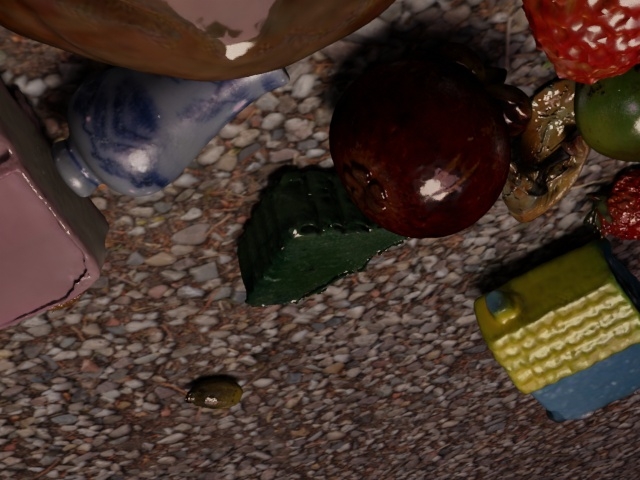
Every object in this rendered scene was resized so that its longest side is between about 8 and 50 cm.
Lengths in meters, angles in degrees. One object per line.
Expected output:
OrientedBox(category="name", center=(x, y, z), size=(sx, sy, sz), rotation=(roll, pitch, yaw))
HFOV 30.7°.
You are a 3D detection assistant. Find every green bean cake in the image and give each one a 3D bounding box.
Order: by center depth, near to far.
OrientedBox(category="green bean cake", center=(0.000, 0.000, 1.547), size=(0.193, 0.107, 0.208), rotation=(-3, 146, -28))

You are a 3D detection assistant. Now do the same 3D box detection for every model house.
OrientedBox(category="model house", center=(0.396, 0.133, 1.865), size=(0.237, 0.216, 0.303), rotation=(-29, 143, 19))

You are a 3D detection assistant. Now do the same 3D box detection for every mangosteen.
OrientedBox(category="mangosteen", center=(0.138, -0.125, 1.352), size=(0.257, 0.215, 0.215), rotation=(-38, 155, -23))

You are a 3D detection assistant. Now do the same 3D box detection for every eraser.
OrientedBox(category="eraser", center=(-0.443, -0.001, 1.256), size=(0.359, 0.122, 0.272), rotation=(-21, 132, 6))

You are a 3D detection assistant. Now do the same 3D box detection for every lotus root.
OrientedBox(category="lotus root", center=(-0.174, 0.248, 1.894), size=(0.099, 0.049, 0.054), rotation=(0, 165, -23))

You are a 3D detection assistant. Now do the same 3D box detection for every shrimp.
OrientedBox(category="shrimp", center=(0.290, -0.089, 1.521), size=(0.143, 0.052, 0.251), rotation=(-48, 162, 10))
OrientedBox(category="shrimp", center=(0.297, -0.147, 1.538), size=(0.091, 0.043, 0.184), rotation=(4, 136, -20))

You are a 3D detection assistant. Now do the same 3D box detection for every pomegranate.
OrientedBox(category="pomegranate", center=(0.389, -0.196, 1.406), size=(0.180, 0.180, 0.210), rotation=(-10, 109, -14))

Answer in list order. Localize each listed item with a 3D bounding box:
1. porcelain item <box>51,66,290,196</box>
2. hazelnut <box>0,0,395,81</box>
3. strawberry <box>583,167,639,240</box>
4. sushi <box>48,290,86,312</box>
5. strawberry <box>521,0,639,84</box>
OrientedBox(category="porcelain item", center=(-0.162, -0.139, 1.231), size=(0.259, 0.141, 0.141), rotation=(-31, 147, 4))
OrientedBox(category="hazelnut", center=(-0.099, -0.291, 0.848), size=(0.409, 0.359, 0.359), rotation=(-15, 150, -23))
OrientedBox(category="strawberry", center=(0.484, -0.045, 1.750), size=(0.140, 0.085, 0.192), rotation=(-40, 144, 27))
OrientedBox(category="sushi", center=(-0.349, 0.063, 1.521), size=(0.099, 0.047, 0.050), rotation=(-3, 127, -25))
OrientedBox(category="strawberry", center=(0.301, -0.294, 1.110), size=(0.312, 0.267, 0.351), rotation=(-50, 164, -3))
